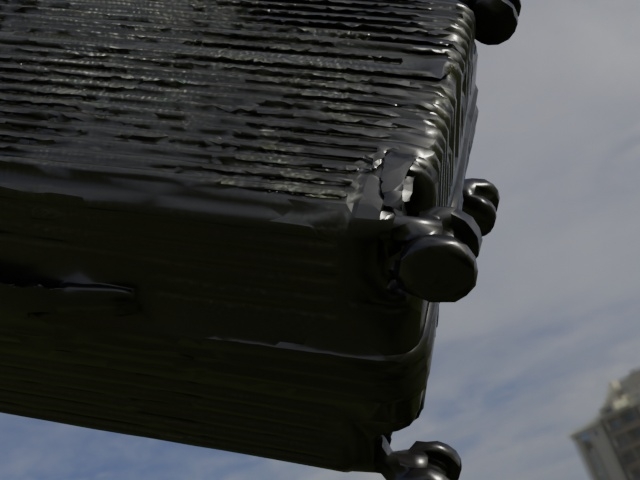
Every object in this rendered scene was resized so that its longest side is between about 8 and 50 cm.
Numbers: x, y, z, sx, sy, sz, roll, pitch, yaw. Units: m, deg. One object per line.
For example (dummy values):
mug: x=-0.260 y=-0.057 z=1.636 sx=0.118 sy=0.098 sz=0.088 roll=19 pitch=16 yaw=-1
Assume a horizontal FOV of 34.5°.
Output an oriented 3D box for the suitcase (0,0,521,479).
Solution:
suitcase: x=-0.086 y=-0.028 z=0.484 sx=0.335 sy=0.229 sz=0.152 roll=8 pitch=-52 yaw=10
